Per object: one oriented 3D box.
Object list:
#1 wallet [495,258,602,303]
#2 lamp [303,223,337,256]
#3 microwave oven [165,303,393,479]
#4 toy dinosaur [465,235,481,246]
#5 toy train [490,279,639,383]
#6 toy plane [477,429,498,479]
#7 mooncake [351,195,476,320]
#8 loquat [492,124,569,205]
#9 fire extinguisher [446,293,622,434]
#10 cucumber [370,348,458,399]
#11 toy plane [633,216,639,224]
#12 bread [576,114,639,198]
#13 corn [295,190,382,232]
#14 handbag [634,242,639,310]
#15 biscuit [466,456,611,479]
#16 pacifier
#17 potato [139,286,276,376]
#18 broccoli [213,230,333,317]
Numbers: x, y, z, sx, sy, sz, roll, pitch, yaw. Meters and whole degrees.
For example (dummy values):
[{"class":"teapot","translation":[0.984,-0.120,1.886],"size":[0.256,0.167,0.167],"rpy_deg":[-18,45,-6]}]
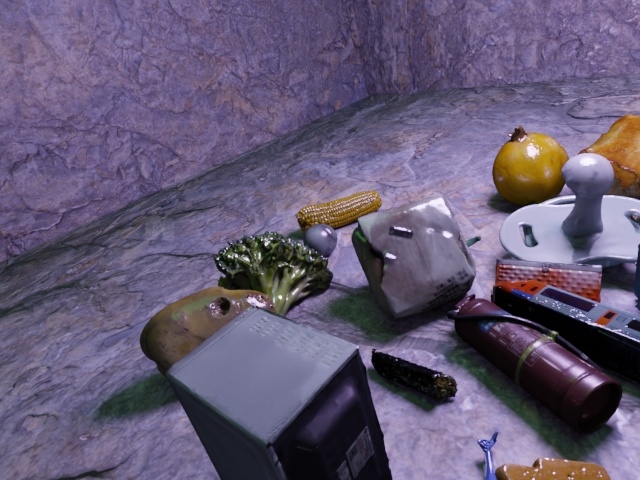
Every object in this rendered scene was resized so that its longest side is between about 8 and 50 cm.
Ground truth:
[{"class":"wallet","translation":[0.466,0.095,0.904],"size":[0.196,0.103,0.020],"rpy_deg":[4,-3,31]},{"class":"lamp","translation":[0.000,0.000,1.327],"size":[0.105,0.105,0.105],"rpy_deg":[-12,26,6]},{"class":"microwave oven","translation":[-0.035,0.267,0.600],"size":[0.237,0.295,0.181],"rpy_deg":[10,35,42]},{"class":"toy dinosaur","translation":[0.260,0.044,1.132],"size":[0.292,0.079,0.120],"rpy_deg":[-23,32,-8]},{"class":"toy train","translation":[0.492,0.161,0.756],"size":[0.089,0.086,0.409],"rpy_deg":[-28,28,-23]},{"class":"toy plane","translation":[0.239,0.339,0.596],"size":[0.062,0.054,0.167],"rpy_deg":[14,32,3]},{"class":"mooncake","translation":[0.218,0.041,1.010],"size":[0.254,0.250,0.136],"rpy_deg":[-17,-18,-4]},{"class":"loquat","translation":[0.607,-0.225,1.278],"size":[0.213,0.246,0.213],"rpy_deg":[-24,23,11]},{"class":"fire extinguisher","translation":[0.353,0.183,0.781],"size":[0.141,0.105,0.341],"rpy_deg":[-2,21,-22]},{"class":"cucumber","translation":[0.165,0.247,0.813],"size":[0.053,0.053,0.181],"rpy_deg":[-34,30,-34]},{"class":"toy plane","translation":[0.803,-0.064,1.084],"size":[0.102,0.040,0.111],"rpy_deg":[-16,25,-5]},{"class":"bread","translation":[0.862,-0.231,1.247],"size":[0.344,0.149,0.195],"rpy_deg":[-33,50,-28]},{"class":"corn","translation":[0.071,-0.098,1.491],"size":[0.312,0.102,0.102],"rpy_deg":[-15,26,-7]},{"class":"handbag","translation":[0.693,0.066,0.771],"size":[0.221,0.144,0.057],"rpy_deg":[0,24,32]},{"class":"biscuit","translation":[0.283,0.346,0.517],"size":[0.238,0.041,0.212],"rpy_deg":[-18,41,-36]},{"class":"pacifier","translation":[0.577,-0.072,0.963],"size":[0.343,0.269,0.288],"rpy_deg":[-6,35,13]},{"class":"potato","translation":[-0.239,0.202,0.964],"size":[0.296,0.192,0.141],"rpy_deg":[-19,14,-5]},{"class":"broccoli","translation":[-0.126,0.110,1.131],"size":[0.288,0.248,0.246],"rpy_deg":[4,67,16]}]
